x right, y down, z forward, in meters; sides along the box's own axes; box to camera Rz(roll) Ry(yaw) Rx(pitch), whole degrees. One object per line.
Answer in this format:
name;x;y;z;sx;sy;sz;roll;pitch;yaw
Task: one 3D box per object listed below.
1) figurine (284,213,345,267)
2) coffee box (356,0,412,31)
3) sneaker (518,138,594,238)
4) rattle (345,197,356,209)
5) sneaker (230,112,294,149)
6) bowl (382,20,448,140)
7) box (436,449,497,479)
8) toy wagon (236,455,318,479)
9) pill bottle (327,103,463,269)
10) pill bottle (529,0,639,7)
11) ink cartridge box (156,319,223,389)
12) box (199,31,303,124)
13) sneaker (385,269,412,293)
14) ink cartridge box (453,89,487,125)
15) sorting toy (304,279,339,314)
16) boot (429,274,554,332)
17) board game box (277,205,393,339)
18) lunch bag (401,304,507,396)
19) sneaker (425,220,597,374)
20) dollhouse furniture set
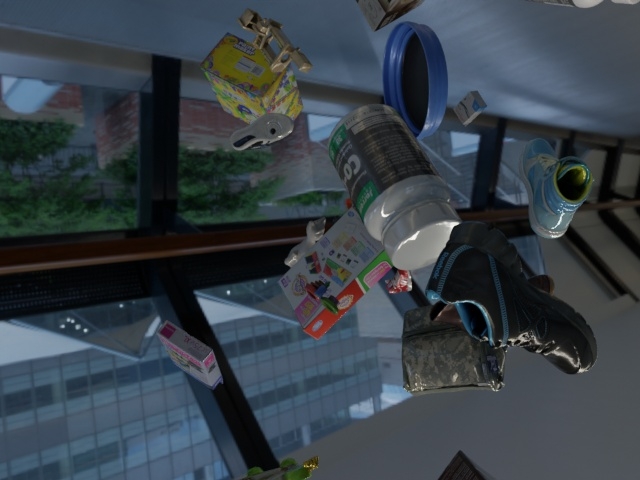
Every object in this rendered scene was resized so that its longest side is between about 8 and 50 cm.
figurine;0.000;0.000;1.769;0.215;0.092;0.209;-13;139;-47
coffee box;0.203;-0.663;1.328;0.168;0.119;0.297;-31;-173;-2
sneaker;0.628;-0.187;1.382;0.127;0.319;0.208;2;150;-2
rattle;0.142;-0.055;2.141;0.130;0.200;0.143;-22;149;-43
sneaker;-0.151;-0.325;1.554;0.217;0.079;0.121;-11;-176;29
bowl;0.315;-0.532;1.766;0.077;0.391;0.391;-11;179;-12
box;0.381;0.618;1.150;0.191;0.143;0.381;38;177;6
toy wagon;-0.154;0.646;1.381;0.344;0.068;0.267;-23;164;21
pill bottle;0.168;-0.125;1.196;0.204;0.361;0.204;-16;146;-12
pill bottle;0.595;-0.679;1.256;0.210;0.210;0.363;-5;-153;-45
ink cartridge box;-0.424;0.393;1.732;0.186;0.065;0.311;29;152;16
box;-0.248;-0.569;1.950;0.290;0.177;0.279;31;167;17
sneaker;0.200;0.098;1.357;0.067;0.042;0.118;-14;135;1
ink cartridge box;0.352;-0.313;1.252;0.028;0.048;0.083;-19;164;-31
sorting toy;0.011;0.116;1.149;0.102;0.042;0.061;35;161;28
boot;0.410;0.149;1.259;0.207;0.090;0.248;15;135;-24
board game box;0.042;0.082;1.442;0.064;0.316;0.242;41;-173;-35
lunch bag;0.400;0.337;1.574;0.305;0.256;0.212;-16;135;34
sneaker;0.298;0.123;0.829;0.341;0.140;0.125;40;163;-15
dollhouse furniture set;-0.144;-0.535;1.476;0.101;0.182;0.161;-43;159;28
